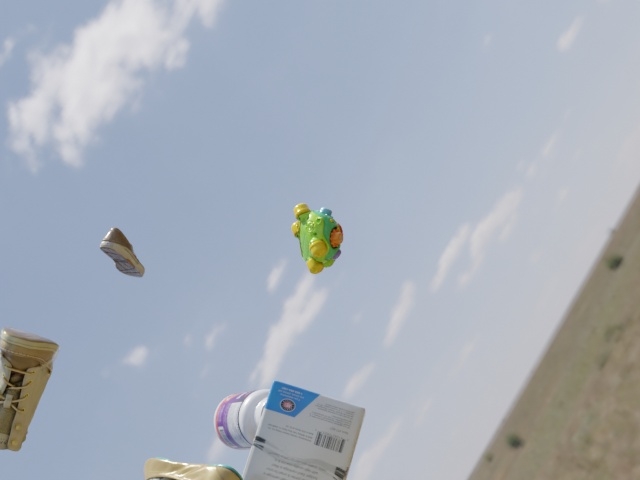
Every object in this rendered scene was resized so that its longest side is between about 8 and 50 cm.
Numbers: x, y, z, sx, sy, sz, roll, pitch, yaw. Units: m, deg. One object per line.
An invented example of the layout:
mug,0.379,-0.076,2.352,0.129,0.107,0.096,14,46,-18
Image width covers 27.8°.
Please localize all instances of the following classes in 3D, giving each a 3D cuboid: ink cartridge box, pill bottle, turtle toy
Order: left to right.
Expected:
pill bottle,-0.113,0.327,2.362,0.108,0.108,0.193,-54,16,-24
ink cartridge box,-0.029,0.331,1.953,0.086,0.148,0.203,74,-146,-78
turtle toy,0.000,0.000,1.993,0.066,0.095,0.130,-16,-29,-15

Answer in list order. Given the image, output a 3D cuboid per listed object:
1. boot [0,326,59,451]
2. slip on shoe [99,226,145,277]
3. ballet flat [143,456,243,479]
boot,-0.526,0.258,2.208,0.262,0.095,0.204,126,165,-77
slip on shoe,-0.336,0.022,2.218,0.135,0.051,0.041,53,-133,-57
ballet flat,-0.196,0.346,1.800,0.232,0.080,0.073,-13,34,53
